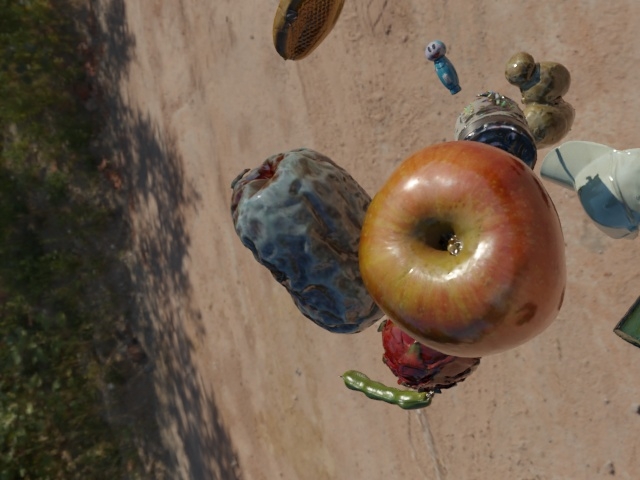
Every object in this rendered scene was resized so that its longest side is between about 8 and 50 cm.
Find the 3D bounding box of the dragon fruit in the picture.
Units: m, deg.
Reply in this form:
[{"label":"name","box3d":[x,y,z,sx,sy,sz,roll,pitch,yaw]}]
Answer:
[{"label":"dragon fruit","box3d":[0.273,0.217,1.396,0.299,0.244,0.244,-55,38,-3]}]

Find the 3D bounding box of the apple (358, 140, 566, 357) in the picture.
[{"label":"apple","box3d":[0.173,0.015,0.687,0.242,0.241,0.242,-5,80,30]}]

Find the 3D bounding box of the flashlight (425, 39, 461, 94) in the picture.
[{"label":"flashlight","box3d":[0.285,-0.397,1.362,0.129,0.051,0.051,57,151,-9]}]

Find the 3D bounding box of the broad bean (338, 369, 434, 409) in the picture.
[{"label":"broad bean","box3d":[0.137,0.327,1.296,0.256,0.052,0.053,2,71,48]}]

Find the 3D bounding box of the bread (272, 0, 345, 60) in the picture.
[{"label":"bread","box3d":[-0.027,-0.425,1.113,0.189,0.114,0.078,-47,50,43]}]

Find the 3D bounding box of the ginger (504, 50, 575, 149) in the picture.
[{"label":"ginger","box3d":[0.675,-0.434,1.823,0.155,0.244,0.304,-175,71,-72]}]

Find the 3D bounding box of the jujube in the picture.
[{"label":"jujube","box3d":[0.000,0.000,0.946,0.317,0.226,0.226,47,156,-19]}]

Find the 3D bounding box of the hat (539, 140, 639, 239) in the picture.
[{"label":"hat","box3d":[0.717,-0.131,1.571,0.301,0.168,0.258,26,155,34]}]

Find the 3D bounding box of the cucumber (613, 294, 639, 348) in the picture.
[{"label":"cucumber","box3d":[0.711,0.183,1.290,0.116,0.115,0.062,39,176,4]}]

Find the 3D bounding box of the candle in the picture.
[{"label":"candle","box3d":[0.423,-0.256,1.459,0.330,0.187,0.188,-72,-5,-56]}]
